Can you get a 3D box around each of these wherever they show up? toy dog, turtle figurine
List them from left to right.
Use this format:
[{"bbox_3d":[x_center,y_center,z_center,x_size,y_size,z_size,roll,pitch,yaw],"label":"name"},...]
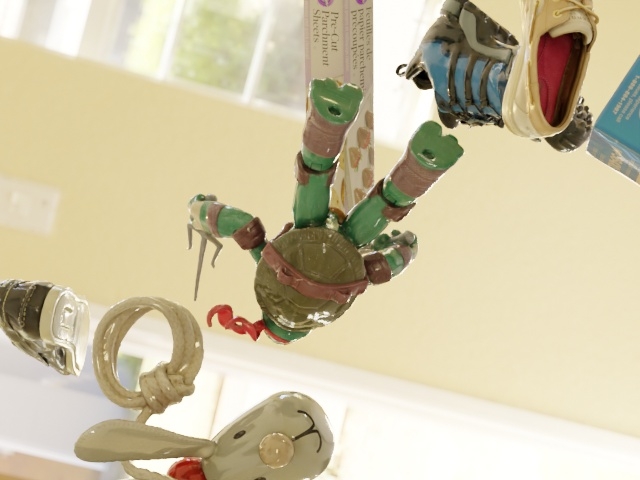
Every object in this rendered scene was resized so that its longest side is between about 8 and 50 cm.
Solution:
[{"bbox_3d":[-0.157,0.214,1.167,0.334,0.220,0.161,-50,-1,4],"label":"toy dog"},{"bbox_3d":[0.000,0.000,1.155,0.118,0.175,0.234,-99,30,-44],"label":"turtle figurine"}]

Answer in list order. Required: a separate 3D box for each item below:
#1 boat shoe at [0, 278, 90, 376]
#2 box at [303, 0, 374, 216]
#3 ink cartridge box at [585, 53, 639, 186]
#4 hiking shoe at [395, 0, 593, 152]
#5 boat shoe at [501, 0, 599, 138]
[{"bbox_3d":[-0.297,0.092,1.716,0.233,0.079,0.084,79,-161,-73],"label":"boat shoe"},{"bbox_3d":[0.023,-0.162,1.904,0.063,0.067,0.324,-23,-61,-48],"label":"box"},{"bbox_3d":[0.316,-0.078,1.142,0.148,0.203,0.086,-55,-10,-7],"label":"ink cartridge box"},{"bbox_3d":[0.207,-0.167,1.855,0.132,0.113,0.304,-51,39,12],"label":"hiking shoe"},{"bbox_3d":[0.185,-0.160,1.209,0.059,0.063,0.170,-162,79,-65],"label":"boat shoe"}]
